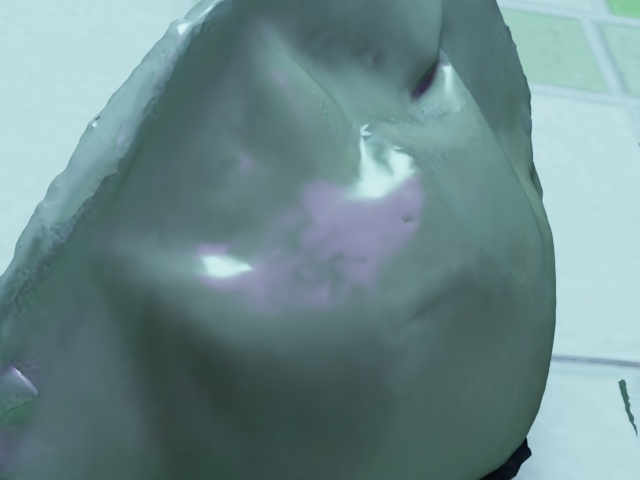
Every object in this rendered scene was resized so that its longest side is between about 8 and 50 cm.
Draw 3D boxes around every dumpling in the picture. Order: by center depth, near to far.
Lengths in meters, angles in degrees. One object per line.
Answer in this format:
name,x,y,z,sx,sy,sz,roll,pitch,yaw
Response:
dumpling,0.008,0.016,0.686,0.293,0.204,0.163,-13,56,-47
